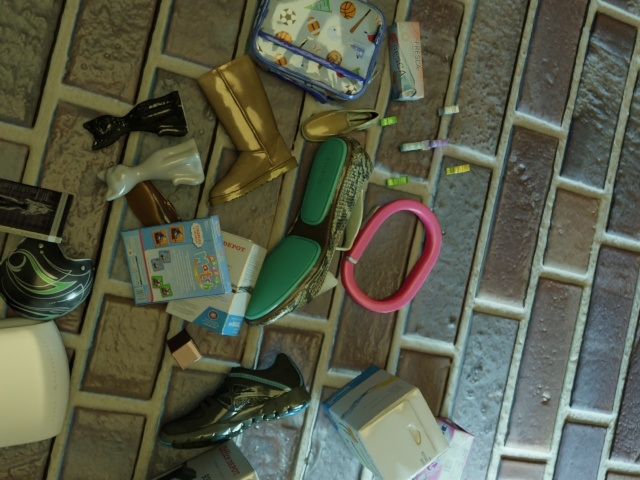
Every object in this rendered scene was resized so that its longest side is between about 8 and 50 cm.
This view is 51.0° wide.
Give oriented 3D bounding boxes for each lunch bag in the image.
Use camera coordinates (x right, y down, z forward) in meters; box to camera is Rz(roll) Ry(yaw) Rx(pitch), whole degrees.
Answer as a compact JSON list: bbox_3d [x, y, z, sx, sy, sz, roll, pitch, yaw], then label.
[{"bbox_3d":[-0.005,-0.451,1.519,0.303,0.115,0.243,20,87,-18],"label":"lunch bag"}]

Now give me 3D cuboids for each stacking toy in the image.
[{"bbox_3d":[0.256,-0.234,1.650,0.221,0.052,0.167,-12,96,-18],"label":"stacking toy"}]

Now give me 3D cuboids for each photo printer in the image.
[{"bbox_3d":[-0.656,0.284,1.316,0.307,0.107,0.256,-4,93,-19],"label":"photo printer"}]

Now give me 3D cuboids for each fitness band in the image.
[{"bbox_3d":[0.175,0.035,1.631,0.209,0.054,0.291,37,81,-17],"label":"fitness band"}]

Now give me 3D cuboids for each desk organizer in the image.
[{"bbox_3d":[-0.291,0.230,1.432,0.050,0.130,0.047,-35,103,-12],"label":"desk organizer"}]

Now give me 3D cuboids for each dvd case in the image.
[{"bbox_3d":[-0.605,-0.067,1.301,0.221,0.165,0.018,13,121,-19],"label":"dvd case"}]

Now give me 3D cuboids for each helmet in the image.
[{"bbox_3d":[-0.540,0.076,1.324,0.161,0.169,0.169,44,78,-11],"label":"helmet"}]

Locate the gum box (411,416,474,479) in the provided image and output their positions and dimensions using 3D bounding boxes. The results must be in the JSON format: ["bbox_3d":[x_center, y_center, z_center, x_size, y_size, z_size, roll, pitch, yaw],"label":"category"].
[{"bbox_3d":[0.303,0.539,1.666,0.062,0.107,0.189,23,84,-19],"label":"gum box"}]

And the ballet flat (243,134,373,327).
[{"bbox_3d":[0.000,0.000,1.528,0.182,0.164,0.483,33,79,-43],"label":"ballet flat"}]

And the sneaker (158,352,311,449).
[{"bbox_3d":[-0.198,0.363,1.496,0.340,0.125,0.140,-17,70,-15],"label":"sneaker"}]

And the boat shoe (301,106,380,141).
[{"bbox_3d":[0.049,-0.278,1.563,0.189,0.072,0.068,-20,99,-18],"label":"boat shoe"}]

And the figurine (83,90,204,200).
[{"bbox_3d":[-0.366,-0.189,1.380,0.209,0.092,0.215,-17,64,-11],"label":"figurine"}]

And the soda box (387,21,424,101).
[{"bbox_3d":[0.206,-0.432,1.621,0.062,0.058,0.183,-6,94,-19],"label":"soda box"}]

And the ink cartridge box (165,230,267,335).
[{"bbox_3d":[-0.221,0.084,1.440,0.148,0.086,0.203,18,85,21],"label":"ink cartridge box"}]

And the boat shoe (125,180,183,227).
[{"bbox_3d":[-0.347,-0.058,1.439,0.073,0.073,0.207,-44,112,-52],"label":"boat shoe"}]

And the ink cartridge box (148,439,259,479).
[{"bbox_3d":[-0.276,0.567,1.400,0.307,0.223,0.129,-23,99,-17],"label":"ink cartridge box"}]

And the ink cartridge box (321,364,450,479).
[{"bbox_3d":[0.144,0.422,1.539,0.168,0.232,0.171,-33,102,-16],"label":"ink cartridge box"}]

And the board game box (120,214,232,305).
[{"bbox_3d":[-0.298,0.042,1.383,0.211,0.039,0.160,-8,95,18],"label":"board game box"}]

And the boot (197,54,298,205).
[{"bbox_3d":[-0.198,-0.238,1.476,0.236,0.089,0.270,-31,101,-24],"label":"boot"}]
